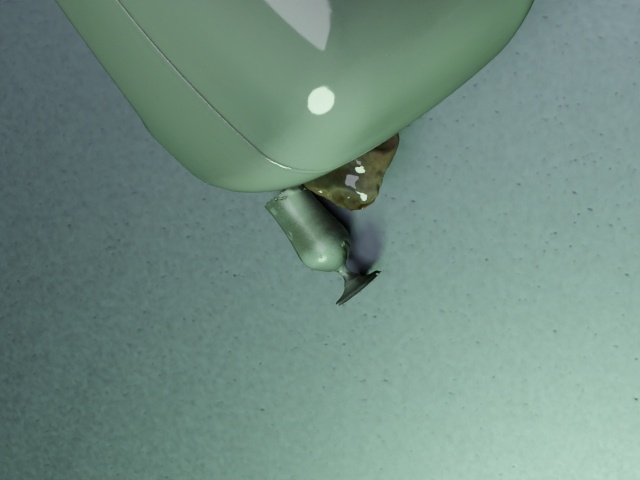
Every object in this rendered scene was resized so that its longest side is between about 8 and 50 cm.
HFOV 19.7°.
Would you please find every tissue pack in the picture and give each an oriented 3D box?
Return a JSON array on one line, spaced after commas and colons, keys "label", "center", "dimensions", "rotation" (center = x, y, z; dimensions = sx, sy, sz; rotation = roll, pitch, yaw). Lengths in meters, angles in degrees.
[{"label": "tissue pack", "center": [-0.039, -0.204, 0.974], "dimensions": [0.333, 0.229, 0.236], "rotation": [54, 153, -3]}]

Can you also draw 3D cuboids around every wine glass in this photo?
[{"label": "wine glass", "center": [0.000, 0.000, 1.169], "dimensions": [0.039, 0.042, 0.083], "rotation": [-34, 95, 29]}]

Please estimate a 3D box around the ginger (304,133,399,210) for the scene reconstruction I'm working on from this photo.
[{"label": "ginger", "center": [-0.070, -0.125, 1.135], "dimensions": [0.122, 0.084, 0.290], "rotation": [-45, 90, 0]}]
